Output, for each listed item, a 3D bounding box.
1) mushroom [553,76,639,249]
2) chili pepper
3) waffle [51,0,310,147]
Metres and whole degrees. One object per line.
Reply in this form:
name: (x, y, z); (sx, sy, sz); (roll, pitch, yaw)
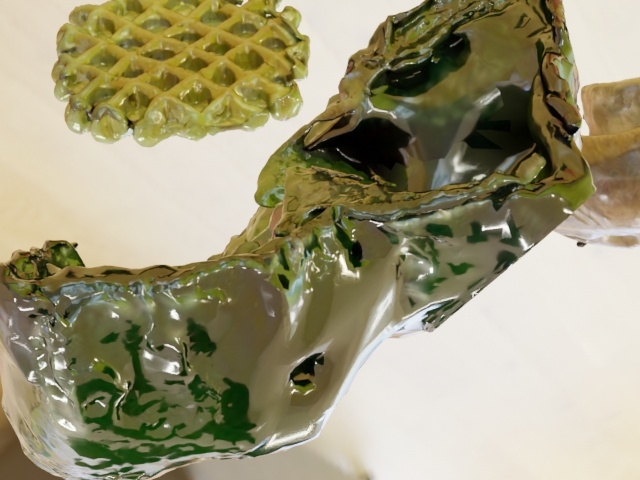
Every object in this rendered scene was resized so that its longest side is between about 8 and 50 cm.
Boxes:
mushroom: (0.286, -0.069, 1.603); (0.286, 0.156, 0.151); (-9, 179, 10)
chili pepper: (0.008, 0.003, 0.675); (0.264, 0.116, 0.148); (-39, 165, -29)
waffle: (-0.098, -0.128, 1.319); (0.183, 0.169, 0.036); (-5, 134, -2)
